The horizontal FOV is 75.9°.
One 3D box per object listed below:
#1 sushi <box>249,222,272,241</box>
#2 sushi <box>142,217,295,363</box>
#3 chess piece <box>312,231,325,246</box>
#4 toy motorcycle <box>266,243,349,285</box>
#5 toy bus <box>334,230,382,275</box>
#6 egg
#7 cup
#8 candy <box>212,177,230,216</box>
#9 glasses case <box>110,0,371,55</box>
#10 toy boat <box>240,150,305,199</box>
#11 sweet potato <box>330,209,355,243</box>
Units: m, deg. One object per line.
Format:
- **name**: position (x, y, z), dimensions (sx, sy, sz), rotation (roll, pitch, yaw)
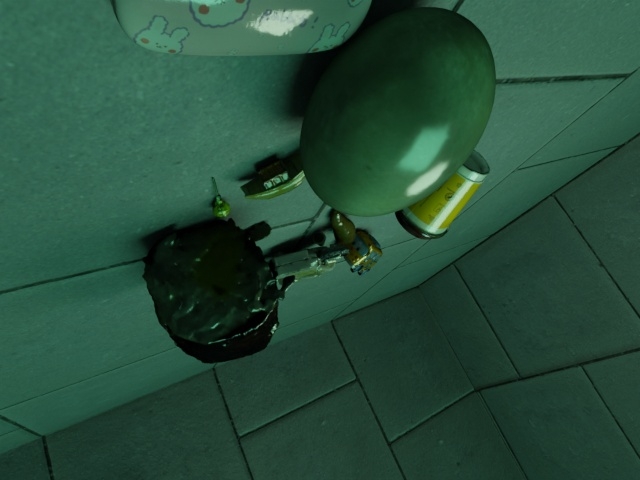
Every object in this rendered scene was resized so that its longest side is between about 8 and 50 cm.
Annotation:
- **sushi**: position (-0.168, -0.019, 1.078), dimensions (0.083, 0.044, 0.046), rotation (-23, -176, -4)
- **sushi**: position (-0.239, 0.133, 0.971), dimensions (0.281, 0.299, 0.294), rotation (-36, 165, -24)
- **chess piece**: position (0.000, 0.000, 1.346), dimensions (0.042, 0.042, 0.093), rotation (-26, 167, 0)
- **toy motorcycle**: position (-0.075, 0.082, 1.343), dimensions (0.340, 0.108, 0.223), rotation (-15, 170, -2)
- **toy bus**: position (0.152, 0.040, 1.533), dimensions (0.136, 0.126, 0.209), rotation (-39, 159, 10)
- **egg**: position (0.107, -0.182, 0.641), dimensions (0.258, 0.259, 0.352), rotation (-9, 153, -42)
- **cup**: position (0.359, -0.144, 1.228), dimensions (0.196, 0.196, 0.280), rotation (-11, 148, -39)
- **candy**: position (-0.207, -0.089, 0.837), dimensions (0.123, 0.035, 0.035), rotation (98, 13, -58)
- **glasses case**: position (-0.070, -0.266, 0.450), dimensions (0.296, 0.075, 0.113), rotation (-17, 158, -29)
- **toy boat**: position (-0.081, -0.135, 0.827), dimensions (0.172, 0.065, 0.066), rotation (-29, 143, 0)
- **sweet potato**: position (0.070, -0.033, 1.296), dimensions (0.077, 0.077, 0.244), rotation (-28, 164, 4)
